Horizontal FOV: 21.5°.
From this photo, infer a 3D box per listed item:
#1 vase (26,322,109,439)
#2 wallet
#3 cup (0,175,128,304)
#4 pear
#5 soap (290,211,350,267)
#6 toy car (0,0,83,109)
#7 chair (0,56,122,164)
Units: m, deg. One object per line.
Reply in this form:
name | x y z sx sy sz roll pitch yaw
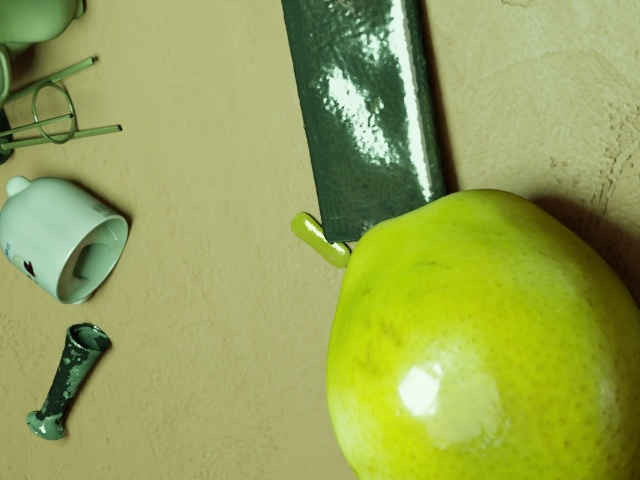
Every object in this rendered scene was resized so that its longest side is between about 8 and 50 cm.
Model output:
vase | -0.340 0.190 2.257 0.059 0.059 0.167 37 119 16
wallet | 0.055 -0.158 1.943 0.170 0.044 0.321 -5 98 30
cup | -0.338 -0.007 2.176 0.142 0.173 0.134 34 87 19
pear | 0.183 0.149 1.781 0.362 0.362 0.418 -36 58 32
soap | 0.000 0.000 2.035 0.089 0.012 0.034 38 119 15
toy car | -0.447 -0.219 2.037 0.242 0.336 0.226 -29 91 32
chair | -0.372 -0.158 2.161 0.221 0.104 0.095 -16 72 28
